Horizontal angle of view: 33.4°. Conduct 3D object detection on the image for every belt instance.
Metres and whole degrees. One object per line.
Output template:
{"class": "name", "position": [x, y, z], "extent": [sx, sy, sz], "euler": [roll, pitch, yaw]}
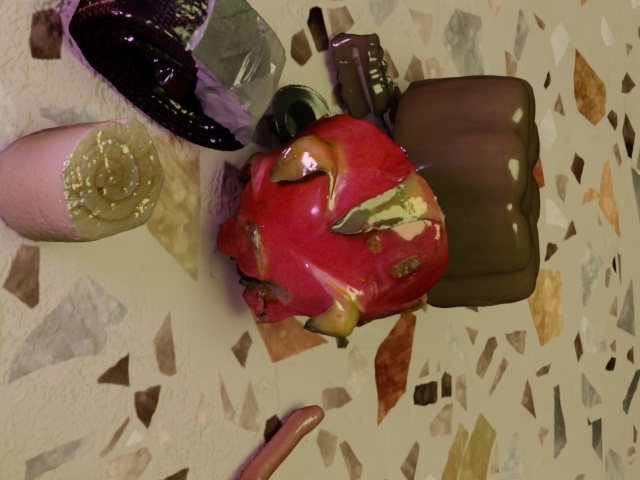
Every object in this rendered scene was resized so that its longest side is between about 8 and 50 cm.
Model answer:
{"class": "belt", "position": [-0.160, -0.242, 1.297], "extent": [0.289, 0.184, 0.164], "euler": [45, 53, -46]}

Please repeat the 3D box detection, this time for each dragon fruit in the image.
{"class": "dragon fruit", "position": [0.000, 0.000, 1.416], "extent": [0.226, 0.305, 0.305], "euler": [-30, 115, -21]}

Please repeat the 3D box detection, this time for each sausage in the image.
{"class": "sausage", "position": [-0.059, 0.299, 1.526], "extent": [0.186, 0.043, 0.043], "euler": [-44, 123, -39]}

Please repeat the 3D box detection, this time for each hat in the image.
{"class": "hat", "position": [-0.038, -0.167, 1.538], "extent": [0.121, 0.050, 0.121], "euler": [2, 88, -45]}

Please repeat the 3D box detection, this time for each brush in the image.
{"class": "brush", "position": [0.091, -0.186, 1.674], "extent": [0.071, 0.084, 0.301], "euler": [-48, 131, -39]}

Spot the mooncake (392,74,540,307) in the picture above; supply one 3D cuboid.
{"class": "mooncake", "position": [0.248, -0.080, 1.680], "extent": [0.378, 0.201, 0.378], "euler": [-4, 90, -71]}

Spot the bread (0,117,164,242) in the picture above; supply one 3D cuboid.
{"class": "bread", "position": [-0.270, -0.065, 1.198], "extent": [0.148, 0.141, 0.134], "euler": [-40, 119, -41]}
